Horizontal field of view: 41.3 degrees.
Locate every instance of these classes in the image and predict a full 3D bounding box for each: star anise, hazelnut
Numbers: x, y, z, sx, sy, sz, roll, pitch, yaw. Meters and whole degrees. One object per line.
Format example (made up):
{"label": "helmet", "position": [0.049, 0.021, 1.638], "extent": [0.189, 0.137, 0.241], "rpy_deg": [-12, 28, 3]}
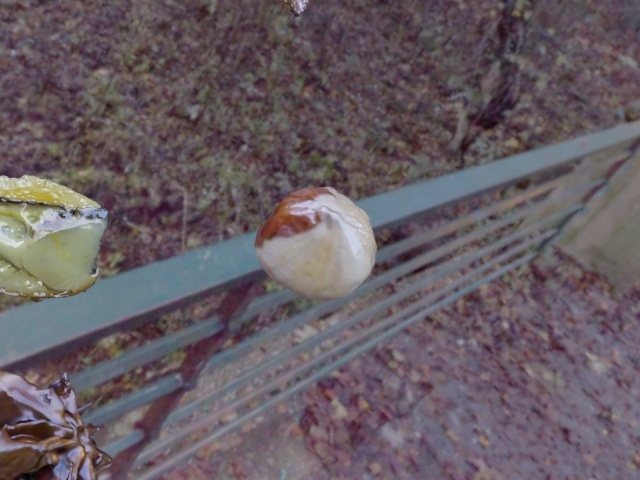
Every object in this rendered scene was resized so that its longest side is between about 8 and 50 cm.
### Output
{"label": "star anise", "position": [-0.354, 0.303, 1.048], "extent": [0.237, 0.148, 0.346], "rpy_deg": [-14, 89, -72]}
{"label": "hazelnut", "position": [0.000, 0.000, 1.785], "extent": [0.261, 0.241, 0.261], "rpy_deg": [12, 52, -16]}

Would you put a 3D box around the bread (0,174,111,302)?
{"label": "bread", "position": [-0.517, -0.003, 1.503], "extent": [0.262, 0.204, 0.162], "rpy_deg": [13, 16, -19]}

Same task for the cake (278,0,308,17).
{"label": "cake", "position": [-0.085, -0.483, 1.275], "extent": [0.295, 0.112, 0.116], "rpy_deg": [60, 29, -25]}

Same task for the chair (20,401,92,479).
{"label": "chair", "position": [-0.492, 0.374, 1.530], "extent": [0.095, 0.104, 0.221], "rpy_deg": [49, 20, 17]}
